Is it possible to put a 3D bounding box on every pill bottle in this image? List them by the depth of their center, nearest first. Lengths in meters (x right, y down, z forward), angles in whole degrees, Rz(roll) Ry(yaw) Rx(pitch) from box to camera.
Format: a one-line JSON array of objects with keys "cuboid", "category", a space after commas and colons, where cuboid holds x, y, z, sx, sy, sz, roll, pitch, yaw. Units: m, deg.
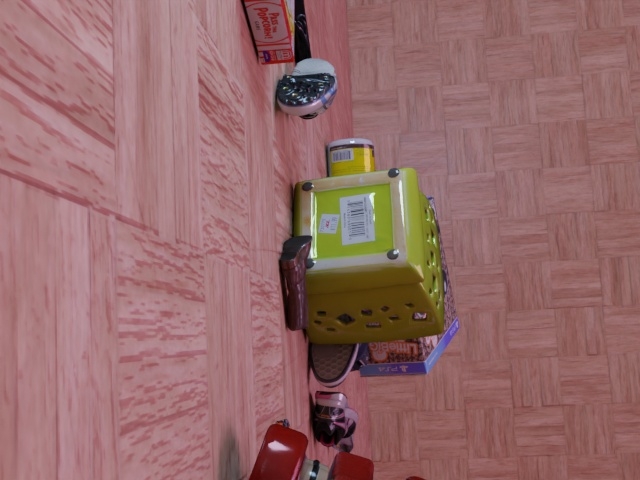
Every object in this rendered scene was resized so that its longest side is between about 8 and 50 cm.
[{"cuboid": [0.078, -0.135, 1.939, 0.117, 0.117, 0.215, 27, 60, -84], "category": "pill bottle"}]

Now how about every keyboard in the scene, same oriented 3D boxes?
[{"cuboid": [-0.036, -0.361, 1.350, 0.317, 0.033, 0.202, 80, 2, -46], "category": "keyboard"}]

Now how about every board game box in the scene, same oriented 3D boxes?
[{"cuboid": [-0.063, -0.336, 0.959, 0.147, 0.045, 0.194, 76, 12, -63], "category": "board game box"}, {"cuboid": [0.151, 0.087, 1.562, 0.232, 0.141, 0.291, -36, 116, -59], "category": "board game box"}]

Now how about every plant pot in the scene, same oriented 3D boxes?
[{"cuboid": [0.070, 0.017, 1.246, 0.207, 0.227, 0.228, 66, 21, -58], "category": "plant pot"}]

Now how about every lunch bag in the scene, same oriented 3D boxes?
[{"cuboid": [0.039, 0.367, 1.550, 0.071, 0.053, 0.083, -89, 164, -55], "category": "lunch bag"}]

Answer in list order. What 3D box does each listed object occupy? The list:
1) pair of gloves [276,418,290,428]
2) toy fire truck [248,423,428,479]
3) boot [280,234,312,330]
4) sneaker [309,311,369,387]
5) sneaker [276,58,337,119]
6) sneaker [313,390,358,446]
[{"cuboid": [-0.043, 0.257, 0.972, 0.083, 0.010, 0.074, 57, 30, -77], "category": "pair of gloves"}, {"cuboid": [-0.012, 0.314, 0.643, 0.302, 0.169, 0.254, -64, 174, -78], "category": "toy fire truck"}, {"cuboid": [-0.029, 0.059, 1.105, 0.106, 0.037, 0.114, -54, 139, -61], "category": "boot"}, {"cuboid": [0.038, 0.203, 1.395, 0.226, 0.086, 0.163, -83, 163, -51], "category": "sneaker"}, {"cuboid": [-0.017, -0.215, 1.191, 0.237, 0.085, 0.086, -71, 165, -68], "category": "sneaker"}, {"cuboid": [0.016, 0.315, 1.349, 0.178, 0.072, 0.077, 62, 36, -58], "category": "sneaker"}]
